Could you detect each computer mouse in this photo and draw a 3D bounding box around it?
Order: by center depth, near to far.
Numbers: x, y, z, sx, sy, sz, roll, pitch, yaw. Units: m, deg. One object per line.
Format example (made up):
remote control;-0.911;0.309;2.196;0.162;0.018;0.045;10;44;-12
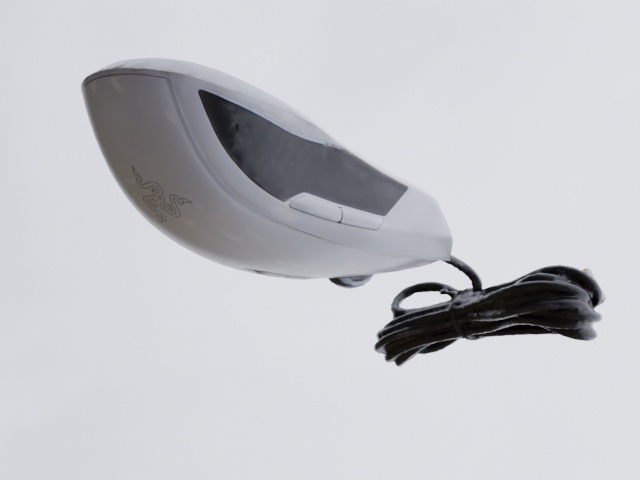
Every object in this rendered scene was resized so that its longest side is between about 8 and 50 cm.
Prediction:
computer mouse;0.000;0.000;0.604;0.106;0.193;0.042;-4;-115;50
